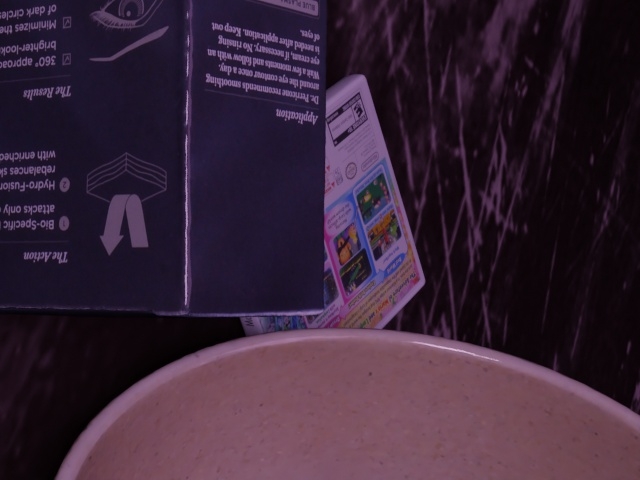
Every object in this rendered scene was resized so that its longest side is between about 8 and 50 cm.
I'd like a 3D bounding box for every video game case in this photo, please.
[{"bbox_3d":[0.000,0.000,0.829,0.157,0.019,0.143,-42,122,-46],"label":"video game case"}]

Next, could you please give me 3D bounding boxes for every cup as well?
[{"bbox_3d":[0.028,0.230,0.663,0.331,0.331,0.237,-32,143,-49],"label":"cup"}]

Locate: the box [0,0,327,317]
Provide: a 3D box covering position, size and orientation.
[{"bbox_3d":[-0.084,-0.047,0.603,0.093,0.156,0.158,3,87,-54],"label":"box"}]
